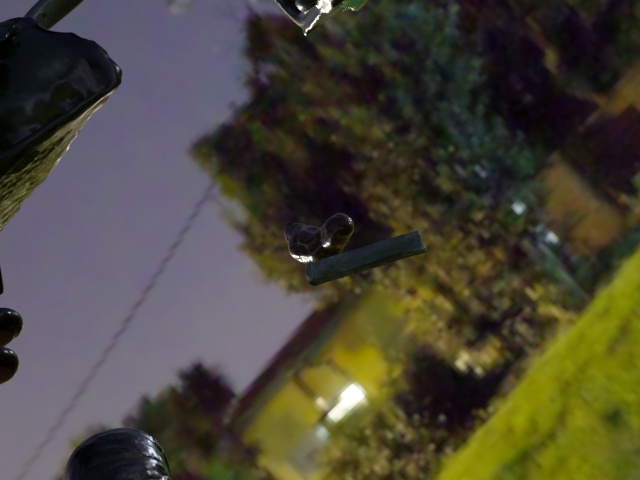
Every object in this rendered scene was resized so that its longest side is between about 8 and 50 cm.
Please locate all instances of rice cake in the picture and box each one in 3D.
[{"bbox_3d":[0.044,0.018,1.435,0.121,0.022,0.021,-17,-27,11],"label":"rice cake"}]

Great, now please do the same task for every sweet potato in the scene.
[{"bbox_3d":[0.002,0.001,1.770,0.054,0.053,0.182,-55,16,-19],"label":"sweet potato"}]

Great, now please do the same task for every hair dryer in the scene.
[{"bbox_3d":[-0.324,-0.302,1.803,0.267,0.092,0.229,-41,20,-15],"label":"hair dryer"}]

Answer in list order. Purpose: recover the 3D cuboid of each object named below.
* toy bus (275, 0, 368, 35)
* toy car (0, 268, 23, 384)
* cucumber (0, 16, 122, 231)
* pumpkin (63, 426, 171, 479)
[{"bbox_3d":[-0.035,-0.325,0.959,0.199,0.343,0.183,-41,4,-12],"label":"toy bus"},{"bbox_3d":[-0.556,0.066,2.026,0.240,0.271,0.340,-12,-31,-18],"label":"toy car"},{"bbox_3d":[-0.225,-0.022,0.786,0.145,0.105,0.325,-42,5,-41],"label":"cucumber"},{"bbox_3d":[-0.243,0.345,1.870,0.157,0.223,0.223,-18,-14,-8],"label":"pumpkin"}]
